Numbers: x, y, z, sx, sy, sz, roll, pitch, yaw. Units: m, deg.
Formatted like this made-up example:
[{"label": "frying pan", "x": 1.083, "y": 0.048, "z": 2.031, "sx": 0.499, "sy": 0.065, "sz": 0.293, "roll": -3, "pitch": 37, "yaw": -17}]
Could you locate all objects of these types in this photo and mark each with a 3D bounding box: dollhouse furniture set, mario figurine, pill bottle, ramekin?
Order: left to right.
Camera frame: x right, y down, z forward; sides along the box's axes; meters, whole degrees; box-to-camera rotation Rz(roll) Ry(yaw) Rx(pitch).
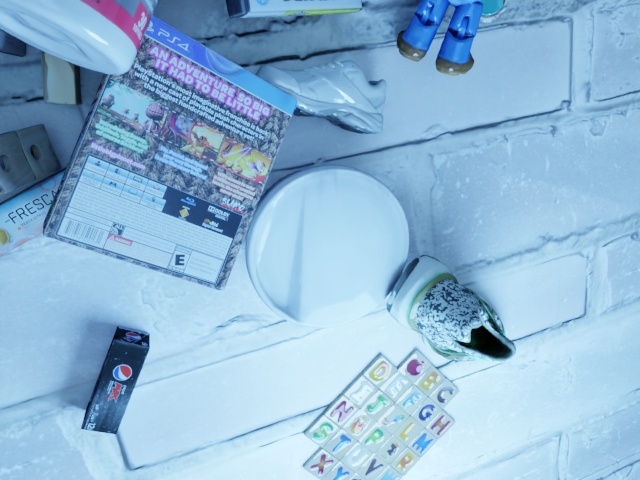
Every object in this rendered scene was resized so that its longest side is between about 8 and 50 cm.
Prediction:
[{"label": "dollhouse furniture set", "x": -0.447, "y": -0.149, "z": 0.607, "sx": 0.129, "sy": 0.129, "sz": 0.184, "roll": -10, "pitch": 111, "yaw": 6}, {"label": "pill bottle", "x": -0.220, "y": -0.349, "z": 0.487, "sx": 0.176, "sy": 0.176, "sz": 0.319, "roll": 22, "pitch": 87, "yaw": -23}, {"label": "ramekin", "x": 0.000, "y": 0.000, "z": 0.828, "sx": 0.272, "sy": 0.127, "sz": 0.273, "roll": -6, "pitch": 108, "yaw": -18}, {"label": "mario figurine", "x": 0.240, "y": -0.428, "z": 0.745, "sx": 0.198, "sy": 0.170, "sz": 0.321, "roll": 3, "pitch": 130, "yaw": -24}]

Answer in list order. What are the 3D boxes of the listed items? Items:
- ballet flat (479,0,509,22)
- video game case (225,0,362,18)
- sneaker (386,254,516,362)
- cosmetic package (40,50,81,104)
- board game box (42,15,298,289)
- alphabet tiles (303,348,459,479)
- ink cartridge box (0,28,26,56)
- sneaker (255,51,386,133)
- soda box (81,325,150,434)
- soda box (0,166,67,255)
[{"label": "ballet flat", "x": 0.262, "y": -0.485, "z": 0.803, "sx": 0.091, "sy": 0.077, "sz": 0.241, "roll": -2, "pitch": 114, "yaw": 17}, {"label": "video game case", "x": -0.044, "y": -0.454, "z": 0.666, "sx": 0.248, "sy": 0.035, "sz": 0.275, "roll": -26, "pitch": 116, "yaw": -41}, {"label": "sneaker", "x": 0.279, "y": 0.180, "z": 0.913, "sx": 0.158, "sy": 0.182, "sz": 0.410, "roll": -54, "pitch": 137, "yaw": 5}, {"label": "cosmetic package", "x": -0.353, "y": -0.244, "z": 0.670, "sx": 0.041, "sy": 0.060, "sz": 0.115, "roll": -1, "pitch": 108, "yaw": -19}, {"label": "board game box", "x": -0.204, "y": -0.111, "z": 0.676, "sx": 0.232, "sy": 0.141, "sz": 0.291, "roll": 23, "pitch": 87, "yaw": -31}, {"label": "alphabet tiles", "x": 0.137, "y": 0.403, "z": 1.059, "sx": 0.342, "sy": 0.011, "sz": 0.285, "roll": -46, "pitch": 114, "yaw": -2}, {"label": "ink cartridge box", "x": -0.370, "y": -0.406, "z": 0.551, "sx": 0.069, "sy": 0.176, "sz": 0.371, "roll": 9, "pitch": 103, "yaw": -20}, {"label": "sneaker", "x": 0.006, "y": -0.250, "z": 0.787, "sx": 0.232, "sy": 0.090, "sz": 0.115, "roll": 10, "pitch": 96, "yaw": -31}, {"label": "soda box", "x": -0.340, "y": 0.233, "z": 0.820, "sx": 0.060, "sy": 0.053, "sz": 0.169, "roll": 20, "pitch": 99, "yaw": -24}, {"label": "soda box", "x": -0.405, "y": -0.048, "z": 0.711, "sx": 0.183, "sy": 0.058, "sz": 0.063, "roll": -32, "pitch": 113, "yaw": -9}]
